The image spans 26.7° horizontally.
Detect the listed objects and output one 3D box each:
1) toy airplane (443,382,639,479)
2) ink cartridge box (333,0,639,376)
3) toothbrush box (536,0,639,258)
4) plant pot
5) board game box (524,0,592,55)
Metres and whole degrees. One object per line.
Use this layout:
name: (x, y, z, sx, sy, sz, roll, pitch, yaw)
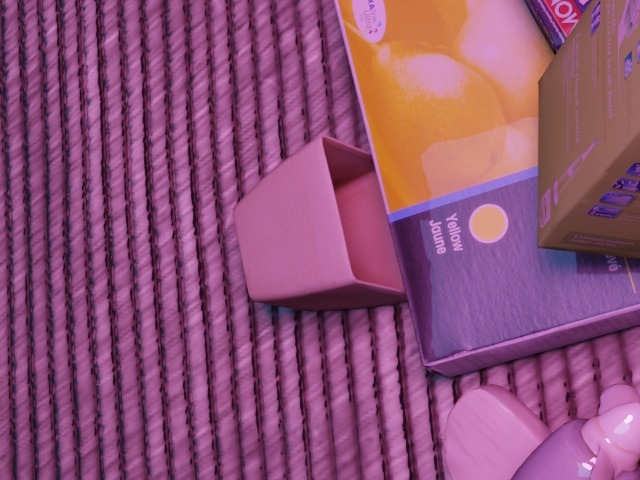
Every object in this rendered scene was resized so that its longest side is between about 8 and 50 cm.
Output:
toy airplane: (0.235, 0.268, 0.721, 0.386, 0.272, 0.384, 1, 80, 24)
ink cartridge box: (0.184, -0.091, 0.930, 0.307, 0.072, 0.303, -19, 72, 19)
toothbrush box: (0.253, -0.083, 0.727, 0.206, 0.283, 0.122, 5, 72, -5)
plant pot: (0.000, 0.000, 0.976, 0.096, 0.109, 0.109, -22, 71, 27)
board game box: (0.163, -0.216, 0.897, 0.194, 0.060, 0.194, -27, 71, 11)
